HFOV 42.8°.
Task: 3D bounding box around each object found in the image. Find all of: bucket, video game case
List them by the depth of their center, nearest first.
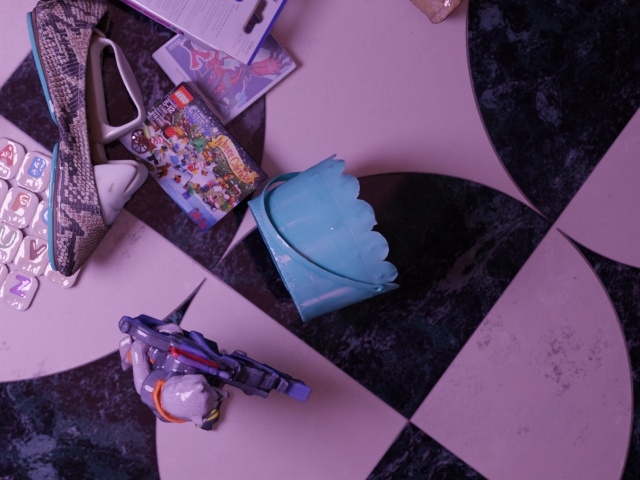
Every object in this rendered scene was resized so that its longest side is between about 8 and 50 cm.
[{"bbox_3d":[0.000,0.000,1.457,0.183,0.281,0.281,-26,98,-5],"label":"bucket"},{"bbox_3d":[-0.177,-0.334,1.519,0.201,0.023,0.183,-41,100,-7],"label":"video game case"}]

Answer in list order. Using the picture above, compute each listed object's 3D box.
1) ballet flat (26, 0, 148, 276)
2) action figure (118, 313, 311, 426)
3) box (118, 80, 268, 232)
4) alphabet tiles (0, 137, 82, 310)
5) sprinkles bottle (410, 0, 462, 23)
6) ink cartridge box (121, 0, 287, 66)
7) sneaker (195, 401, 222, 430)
[{"bbox_3d":[-0.389,-0.183,1.400,0.182,0.164,0.482,-5,88,-3],"label":"ballet flat"},{"bbox_3d":[-0.205,0.249,1.390,0.341,0.330,0.178,24,86,-11],"label":"action figure"},{"bbox_3d":[-0.232,-0.152,1.496,0.159,0.044,0.233,-41,100,3],"label":"box"},{"bbox_3d":[-0.554,-0.027,1.462,0.284,0.021,0.277,25,88,-12],"label":"alphabet tiles"},{"bbox_3d":[0.124,-0.561,1.519,0.355,0.121,0.121,38,85,-12],"label":"sprinkles bottle"},{"bbox_3d":[-0.248,-0.471,1.459,0.371,0.069,0.175,29,86,-4],"label":"ink cartridge box"},{"bbox_3d":[-0.204,0.325,1.553,0.035,0.031,0.083,35,90,-25],"label":"sneaker"}]
